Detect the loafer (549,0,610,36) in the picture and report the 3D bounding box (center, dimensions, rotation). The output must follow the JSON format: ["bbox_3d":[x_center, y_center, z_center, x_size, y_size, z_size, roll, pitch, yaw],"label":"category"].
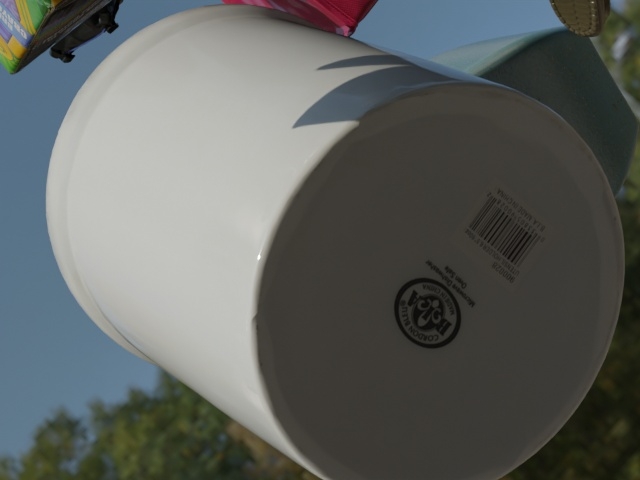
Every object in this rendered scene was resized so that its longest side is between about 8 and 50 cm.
[{"bbox_3d":[0.216,-0.240,1.445,0.050,0.056,0.148,-37,-55,-30],"label":"loafer"}]

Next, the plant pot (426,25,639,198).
[{"bbox_3d":[0.212,-0.116,1.987,0.252,0.248,0.247,-38,15,-19],"label":"plant pot"}]

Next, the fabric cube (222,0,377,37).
[{"bbox_3d":[-0.016,-0.353,1.621,0.258,0.259,0.254,-53,9,-7],"label":"fabric cube"}]

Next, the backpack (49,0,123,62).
[{"bbox_3d":[-0.213,-0.231,1.508,0.105,0.084,0.114,-22,39,50],"label":"backpack"}]

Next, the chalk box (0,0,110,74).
[{"bbox_3d":[-0.170,-0.198,1.046,0.132,0.132,0.213,-41,7,-19],"label":"chalk box"}]

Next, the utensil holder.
[{"bbox_3d":[0.000,0.000,1.348,0.327,0.385,0.327,-7,-73,-25],"label":"utensil holder"}]
